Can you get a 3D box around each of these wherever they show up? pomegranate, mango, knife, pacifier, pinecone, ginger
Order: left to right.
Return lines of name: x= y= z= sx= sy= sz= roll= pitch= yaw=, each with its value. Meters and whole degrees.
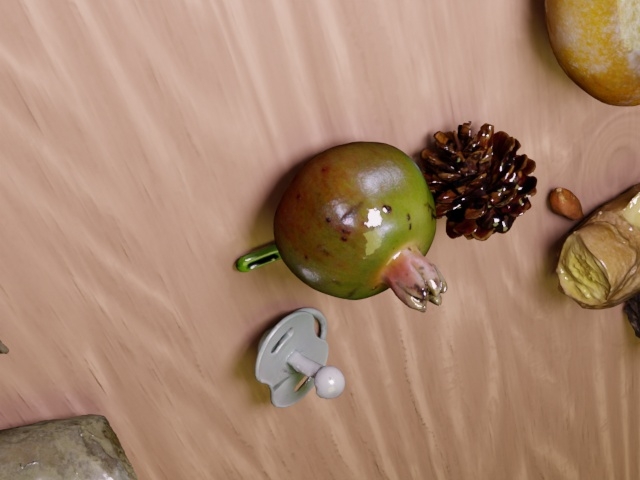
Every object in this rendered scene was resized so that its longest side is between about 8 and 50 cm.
pacifier: x=-0.013 y=0.151 z=1.467 sx=0.127 sy=0.116 sz=0.150 roll=-46 pitch=142 yaw=-25
knife: x=0.000 y=-0.001 z=1.395 sx=0.212 sy=0.015 sz=0.054 roll=-21 pitch=147 yaw=-15
pomegranate: x=0.054 y=-0.003 z=1.277 sx=0.180 sy=0.210 sz=0.180 roll=-31 pitch=154 yaw=-17
pinecone: x=0.172 y=-0.070 z=1.342 sx=0.140 sy=0.140 sz=0.121 roll=-34 pitch=125 yaw=2
mango: x=0.320 y=-0.285 z=1.224 sx=0.192 sy=0.146 sz=0.316 roll=-20 pitch=125 yaw=-16
ginger: x=0.426 y=-0.007 z=1.583 sx=0.270 sy=0.123 sz=0.219 roll=-29 pitch=160 yaw=-17

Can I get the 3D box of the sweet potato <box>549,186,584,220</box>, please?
sweet potato: x=0.317 y=-0.045 z=1.541 sx=0.034 sy=0.034 sz=0.095 roll=-41 pitch=141 yaw=10

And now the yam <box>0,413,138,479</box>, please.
yam: x=-0.349 y=0.304 z=1.345 sx=0.300 sy=0.195 sz=0.195 roll=-5 pitch=133 yaw=-28

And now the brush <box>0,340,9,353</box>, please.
brush: x=-0.377 y=0.058 z=1.200 sx=0.034 sy=0.028 sz=0.190 roll=-7 pitch=143 yaw=27

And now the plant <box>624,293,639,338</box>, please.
plant: x=0.556 y=0.088 z=1.755 sx=0.194 sy=0.132 sz=0.129 roll=-24 pitch=142 yaw=-4
